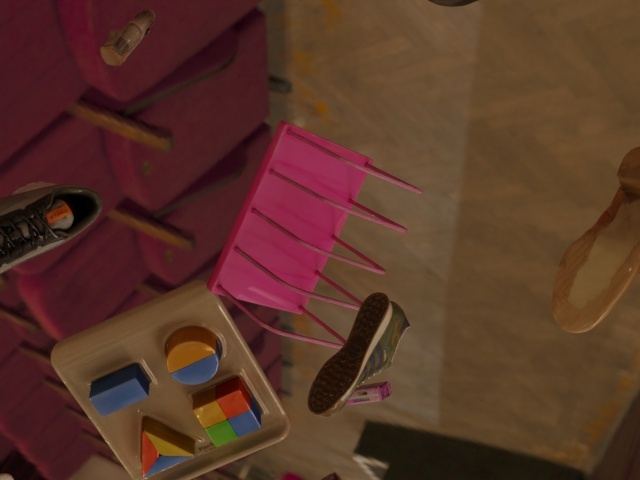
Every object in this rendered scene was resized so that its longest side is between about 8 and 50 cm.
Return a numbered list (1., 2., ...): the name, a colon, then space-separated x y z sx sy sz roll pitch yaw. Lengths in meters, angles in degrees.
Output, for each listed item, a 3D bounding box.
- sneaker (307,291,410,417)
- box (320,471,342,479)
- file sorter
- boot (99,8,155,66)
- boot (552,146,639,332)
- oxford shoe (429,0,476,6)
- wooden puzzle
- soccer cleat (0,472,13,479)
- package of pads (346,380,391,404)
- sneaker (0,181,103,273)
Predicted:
1. sneaker: 0.064 0.172 1.343 0.064 0.192 0.086 27 175 45
2. box: -0.041 0.404 1.107 0.128 0.257 0.122 56 173 -6
3. file sorter: 0.000 0.000 1.487 0.202 0.290 0.182 18 -170 -43
4. boot: -0.302 -0.324 1.515 0.042 0.087 0.118 45 161 -21
5. boot: 0.445 0.023 1.395 0.104 0.295 0.211 22 172 33
6. oxford shoe: 0.204 -0.327 1.086 0.076 0.076 0.212 14 172 -40
7. wooden puzzle: -0.264 0.279 1.702 0.080 0.322 0.347 -98 -17 -68
8. soccer cleat: -0.367 0.287 1.039 0.029 0.083 0.035 49 -176 -15
9. package of pads: 0.093 0.299 1.871 0.083 0.050 0.032 -15 91 34
10. sneaker: -0.386 -0.017 1.204 0.108 0.271 0.100 -9 107 32
